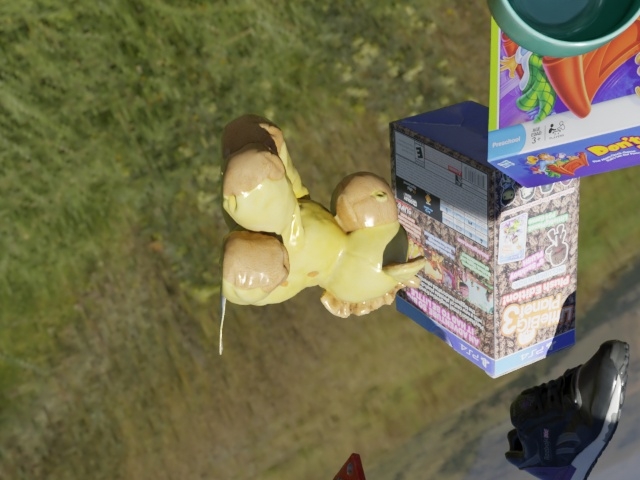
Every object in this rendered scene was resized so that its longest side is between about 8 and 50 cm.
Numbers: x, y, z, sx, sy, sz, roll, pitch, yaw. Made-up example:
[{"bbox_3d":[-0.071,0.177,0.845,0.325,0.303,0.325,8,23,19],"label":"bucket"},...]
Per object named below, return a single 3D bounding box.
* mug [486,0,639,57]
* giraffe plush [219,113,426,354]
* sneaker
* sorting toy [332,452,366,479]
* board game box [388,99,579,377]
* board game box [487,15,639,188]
[{"bbox_3d":[0.195,-0.228,0.988,0.129,0.158,0.097,-14,179,1],"label":"mug"},{"bbox_3d":[0.000,0.000,1.035,0.170,0.181,0.210,0,118,-6],"label":"giraffe plush"},{"bbox_3d":[0.311,0.226,1.571,0.283,0.124,0.107,101,9,-45],"label":"sneaker"},{"bbox_3d":[-0.024,0.323,1.180,0.046,0.132,0.274,13,133,-26],"label":"sorting toy"},{"bbox_3d":[0.215,-0.009,1.612,0.141,0.232,0.291,-17,119,-26],"label":"board game box"},{"bbox_3d":[0.318,-0.197,1.078,0.347,0.233,0.078,-13,154,37],"label":"board game box"}]
